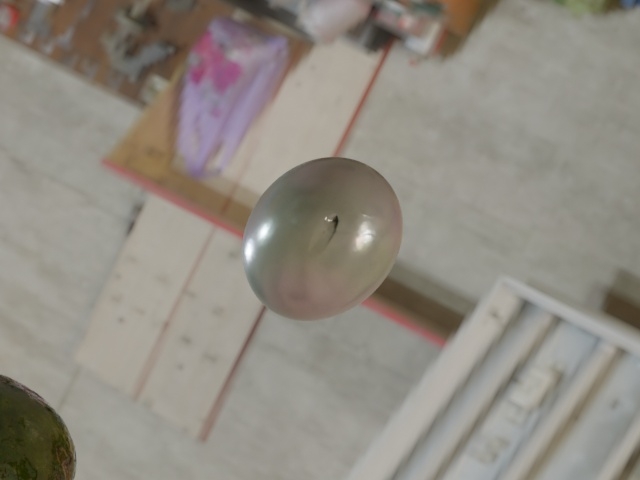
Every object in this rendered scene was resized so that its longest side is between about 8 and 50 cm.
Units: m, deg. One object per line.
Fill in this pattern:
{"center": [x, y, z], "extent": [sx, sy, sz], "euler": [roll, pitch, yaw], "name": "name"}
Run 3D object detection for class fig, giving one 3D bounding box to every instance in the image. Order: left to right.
{"center": [-0.341, 0.195, 1.558], "extent": [0.245, 0.195, 0.195], "euler": [35, 178, -34], "name": "fig"}

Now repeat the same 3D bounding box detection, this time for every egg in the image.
{"center": [0.000, 0.000, 1.208], "extent": [0.103, 0.135, 0.103], "euler": [20, -134, -22], "name": "egg"}
